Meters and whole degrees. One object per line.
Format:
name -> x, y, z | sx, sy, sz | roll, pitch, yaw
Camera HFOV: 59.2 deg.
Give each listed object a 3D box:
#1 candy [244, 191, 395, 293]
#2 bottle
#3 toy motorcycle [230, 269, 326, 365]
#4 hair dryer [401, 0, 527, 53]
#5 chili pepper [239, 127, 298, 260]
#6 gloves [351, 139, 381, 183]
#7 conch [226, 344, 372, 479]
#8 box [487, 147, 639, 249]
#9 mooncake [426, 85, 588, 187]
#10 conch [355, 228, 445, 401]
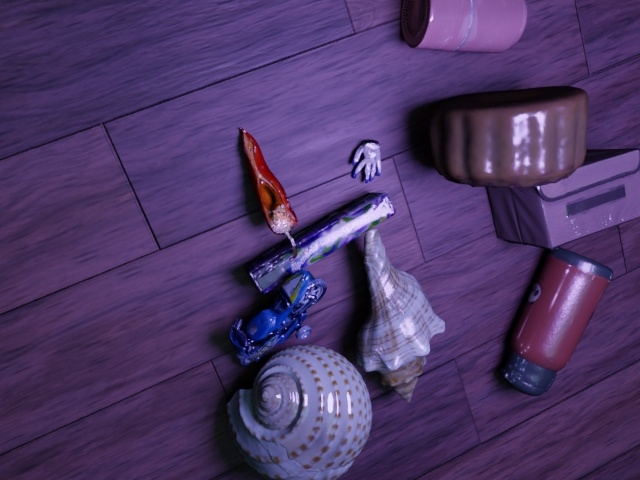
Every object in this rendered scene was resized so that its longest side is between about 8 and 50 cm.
candy -> 0.000, 0.000, 1.106 | 0.312, 0.088, 0.061 | -30, 103, -8
bottle -> 0.520, 0.189, 1.280 | 0.144, 0.144, 0.336 | 21, 97, -20
toy motorcycle -> -0.090, 0.155, 1.083 | 0.254, 0.092, 0.136 | -48, 150, 15
hair dryer -> 0.288, -0.524, 1.021 | 0.211, 0.125, 0.352 | -2, 122, -17
chili pepper -> -0.097, -0.087, 1.057 | 0.059, 0.050, 0.267 | -24, 84, -10
gloves -> 0.093, -0.159, 1.135 | 0.064, 0.026, 0.086 | -5, 108, -14
conch -> -0.021, 0.371, 1.111 | 0.303, 0.215, 0.319 | -45, 116, 10
box -> 0.516, -0.092, 1.194 | 0.252, 0.188, 0.153 | -19, 104, -15
mooncake -> 0.347, -0.195, 1.065 | 0.291, 0.290, 0.161 | -12, 108, -14
conch -> 0.167, 0.161, 1.148 | 0.170, 0.203, 0.385 | 13, 115, 24
